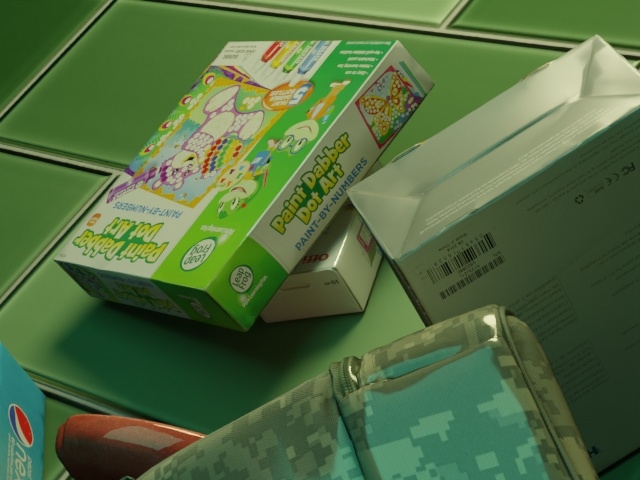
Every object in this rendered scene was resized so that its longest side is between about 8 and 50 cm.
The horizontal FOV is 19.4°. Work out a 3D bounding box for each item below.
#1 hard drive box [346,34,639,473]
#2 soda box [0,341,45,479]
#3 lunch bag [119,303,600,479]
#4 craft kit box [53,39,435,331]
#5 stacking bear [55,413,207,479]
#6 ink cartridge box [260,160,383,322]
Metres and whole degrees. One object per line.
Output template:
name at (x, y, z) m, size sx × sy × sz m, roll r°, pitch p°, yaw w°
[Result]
hard drive box at (0.150, 0.024, 1.138) m, size 0.181 × 0.232 × 0.089 m, roll -31°, pitch 35°, yaw -1°
soda box at (-0.250, 0.176, 1.383) m, size 0.067 × 0.071 × 0.210 m, roll -24°, pitch 37°, yaw 12°
lunch bag at (0.042, 0.214, 0.951) m, size 0.256 × 0.212 × 0.305 m, roll -22°, pitch 62°, yaw 5°
craft kit box at (-0.065, -0.051, 1.456) m, size 0.250 × 0.061 × 0.247 m, roll 7°, pitch 58°, yaw 56°
stacking bear at (-0.105, 0.272, 1.103) m, size 0.164 × 0.175 × 0.289 m, roll 3°, pitch 56°, yaw 24°
ink cartridge box at (0.000, 0.000, 1.427) m, size 0.088 × 0.052 × 0.122 m, roll -8°, pitch 41°, yaw 30°
